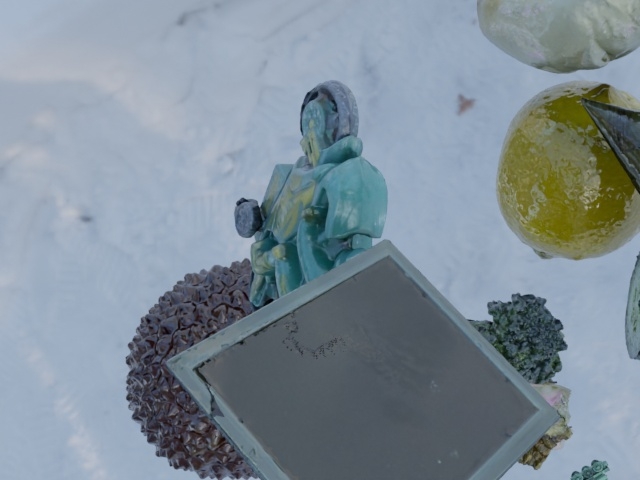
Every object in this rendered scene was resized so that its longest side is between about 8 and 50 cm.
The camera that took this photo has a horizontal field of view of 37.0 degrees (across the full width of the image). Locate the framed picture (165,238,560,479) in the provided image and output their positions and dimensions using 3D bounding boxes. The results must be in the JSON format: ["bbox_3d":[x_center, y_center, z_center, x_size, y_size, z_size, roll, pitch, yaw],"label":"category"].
[{"bbox_3d":[0.044,0.118,0.729,0.216,0.273,0.016,47,132,16],"label":"framed picture"}]

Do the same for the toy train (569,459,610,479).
[{"bbox_3d":[0.518,0.455,1.831,0.083,0.033,0.053,-30,78,4],"label":"toy train"}]

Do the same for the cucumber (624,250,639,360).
[{"bbox_3d":[0.569,0.117,1.572,0.130,0.191,0.191,10,95,18],"label":"cucumber"}]

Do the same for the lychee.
[{"bbox_3d":[-0.127,0.185,1.346,0.306,0.330,0.306,-3,63,5],"label":"lychee"}]

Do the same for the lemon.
[{"bbox_3d":[0.482,-0.130,1.789,0.336,0.336,0.336,0,89,31],"label":"lemon"}]

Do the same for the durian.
[{"bbox_3d":[0.250,0.219,1.159,0.140,0.224,0.078,10,99,28],"label":"durian"}]

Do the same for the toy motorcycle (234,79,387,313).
[{"bbox_3d":[-0.001,0.001,0.966,0.198,0.109,0.296,62,141,40],"label":"toy motorcycle"}]

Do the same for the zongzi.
[{"bbox_3d":[0.526,-0.091,1.496,0.300,0.286,0.138,24,143,2],"label":"zongzi"}]

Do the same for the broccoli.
[{"bbox_3d":[0.326,0.167,1.718,0.275,0.199,0.177,-156,53,-67],"label":"broccoli"}]

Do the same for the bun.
[{"bbox_3d":[0.449,-0.423,1.627,0.365,0.219,0.365,-25,35,19],"label":"bun"}]
